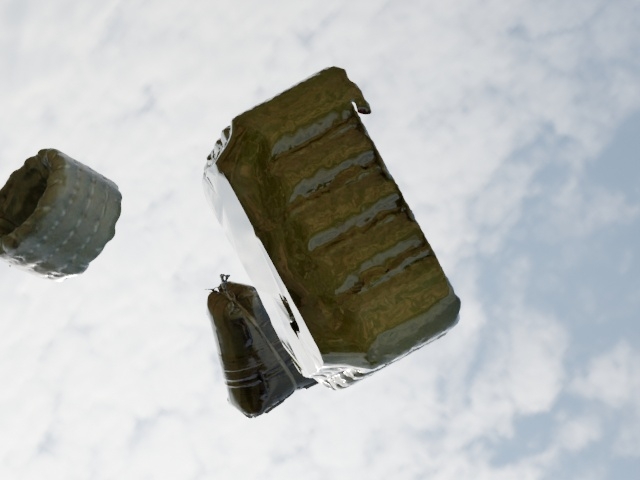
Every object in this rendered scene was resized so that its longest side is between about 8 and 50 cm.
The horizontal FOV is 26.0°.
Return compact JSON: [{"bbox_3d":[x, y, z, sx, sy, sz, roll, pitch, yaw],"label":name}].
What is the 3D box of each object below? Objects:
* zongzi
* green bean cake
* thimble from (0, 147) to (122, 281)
[{"bbox_3d":[-0.044,0.094,1.633,0.178,0.189,0.081,-22,-159,-27],"label":"zongzi"},{"bbox_3d":[0.000,0.000,1.138,0.124,0.236,0.233,-28,176,-11],"label":"green bean cake"},{"bbox_3d":[-0.195,-0.015,0.994,0.110,0.062,0.084,-28,-138,40],"label":"thimble"}]
